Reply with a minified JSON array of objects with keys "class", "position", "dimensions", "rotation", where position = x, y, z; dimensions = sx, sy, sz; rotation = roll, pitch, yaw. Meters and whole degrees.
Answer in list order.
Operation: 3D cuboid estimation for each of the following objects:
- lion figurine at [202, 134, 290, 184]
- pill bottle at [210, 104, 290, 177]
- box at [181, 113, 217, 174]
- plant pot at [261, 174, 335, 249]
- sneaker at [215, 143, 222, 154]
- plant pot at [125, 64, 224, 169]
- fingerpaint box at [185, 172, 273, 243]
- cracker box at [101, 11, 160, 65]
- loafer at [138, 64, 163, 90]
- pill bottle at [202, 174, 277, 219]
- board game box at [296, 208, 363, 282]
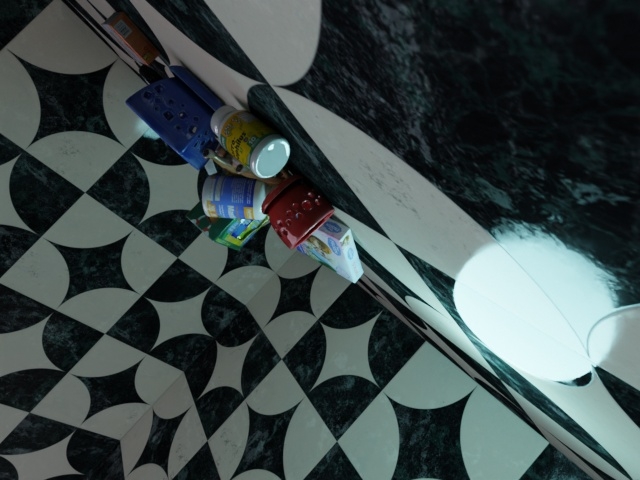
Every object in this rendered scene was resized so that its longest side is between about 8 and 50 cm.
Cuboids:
[{"class":"lion figurine","position":[-0.218,-0.251,1.323],"dimensions":[0.392,0.142,0.240],"rotation":[34,-175,31]},{"class":"pill bottle","position":[-0.186,-0.260,1.023],"dimensions":[0.208,0.117,0.117],"rotation":[41,176,26]},{"class":"box","position":[-0.697,-0.559,2.302],"dimensions":[0.322,0.058,0.232],"rotation":[58,164,35]},{"class":"plant pot","position":[-0.080,-0.092,1.257],"dimensions":[0.174,0.191,0.191],"rotation":[45,176,3]},{"class":"sneaker","position":[-0.468,-0.438,1.853],"dimensions":[0.104,0.125,0.262],"rotation":[45,176,-15]},{"class":"plant pot","position":[-0.432,-0.399,1.296],"dimensions":[0.236,0.212,0.236],"rotation":[42,176,0]},{"class":"fingerpaint box","position":[-0.327,-0.152,1.736],"dimensions":[0.163,0.371,0.445],"rotation":[42,175,5]},{"class":"cracker box","position":[-0.655,-0.695,1.380],"dimensions":[0.155,0.067,0.232],"rotation":[47,175,-40]},{"class":"loafer","position":[-0.796,-0.764,1.970],"dimensions":[0.078,0.076,0.223],"rotation":[26,169,49]},{"class":"pill bottle","position":[-0.268,-0.150,1.435],"dimensions":[0.272,0.152,0.152],"rotation":[4,173,2]},{"class":"board game box","position":[0.000,0.000,1.560],"dimensions":[0.318,0.066,0.318],"rotation":[28,158,31]}]
